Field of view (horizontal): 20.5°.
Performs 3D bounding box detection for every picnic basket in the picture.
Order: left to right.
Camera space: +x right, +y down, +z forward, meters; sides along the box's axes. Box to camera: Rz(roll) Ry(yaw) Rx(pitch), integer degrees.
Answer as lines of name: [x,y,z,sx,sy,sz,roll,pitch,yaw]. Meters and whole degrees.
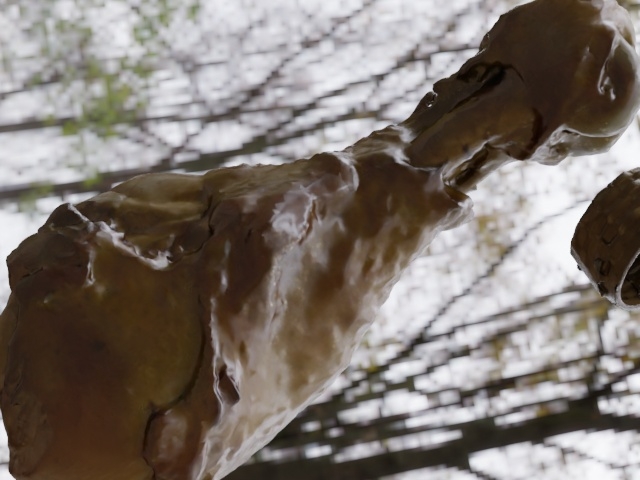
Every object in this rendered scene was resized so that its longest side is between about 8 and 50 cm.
picnic basket: [0.161,0.011,0.813,0.083,0.072,0.072,45,-37,29]

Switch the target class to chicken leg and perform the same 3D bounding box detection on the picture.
chicken leg: [0.000,0.000,0.585,0.107,0.251,0.087,58,-2,15]
